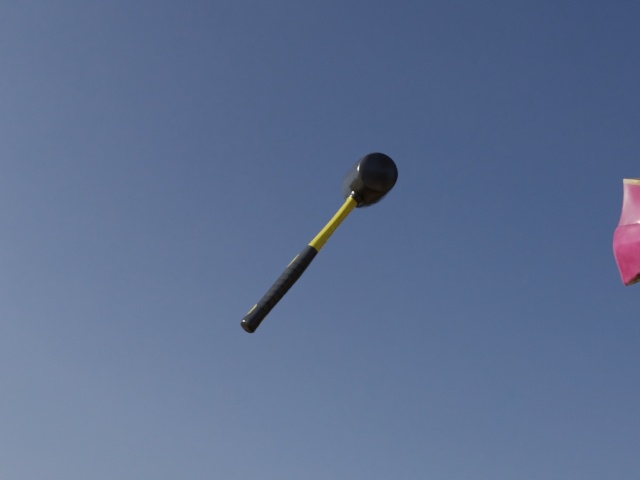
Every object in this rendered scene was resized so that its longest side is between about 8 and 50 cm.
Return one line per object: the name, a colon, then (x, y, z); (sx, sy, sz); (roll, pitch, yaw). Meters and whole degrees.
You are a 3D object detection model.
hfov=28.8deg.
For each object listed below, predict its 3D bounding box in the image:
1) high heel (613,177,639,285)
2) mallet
high heel: (0.380, 0.004, 1.237); (0.082, 0.117, 0.244); (-4, 9, -32)
mallet: (0.000, 0.000, 1.034); (0.039, 0.190, 0.062); (41, -27, -2)
